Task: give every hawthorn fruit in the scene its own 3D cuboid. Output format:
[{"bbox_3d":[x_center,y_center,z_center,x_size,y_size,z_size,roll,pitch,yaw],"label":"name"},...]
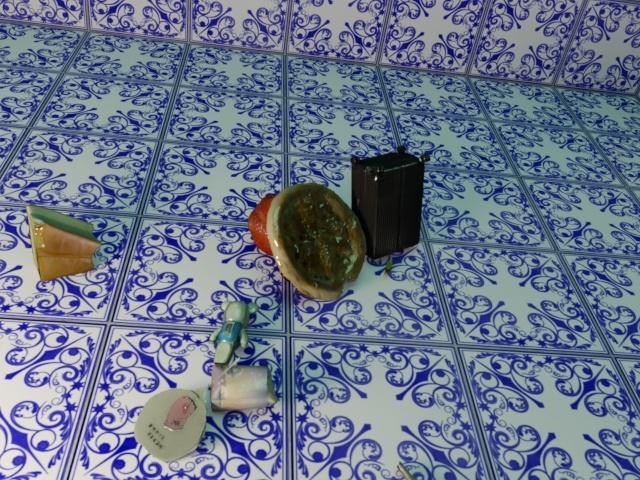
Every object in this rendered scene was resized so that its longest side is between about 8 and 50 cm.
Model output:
[{"bbox_3d":[-0.109,-0.033,2.093,0.205,0.205,0.253,-29,64,-39],"label":"hawthorn fruit"}]

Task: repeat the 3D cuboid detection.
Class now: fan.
[{"bbox_3d":[-0.308,0.389,1.573,0.182,0.010,0.310,34,63,25],"label":"fan"}]

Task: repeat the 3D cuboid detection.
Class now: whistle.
[{"bbox_3d":[-0.245,0.256,1.790,0.113,0.077,0.236,5,43,7],"label":"whistle"}]

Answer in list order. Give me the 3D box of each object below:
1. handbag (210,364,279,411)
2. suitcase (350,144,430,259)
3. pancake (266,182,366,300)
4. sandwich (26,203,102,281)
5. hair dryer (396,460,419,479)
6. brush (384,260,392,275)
[{"bbox_3d":[-0.190,0.374,1.642,0.173,0.095,0.117,-1,45,-2],"label":"handbag"},{"bbox_3d":[0.224,-0.125,2.158,0.229,0.335,0.152,-17,30,-30],"label":"suitcase"},{"bbox_3d":[-0.001,0.000,2.007,0.382,0.071,0.383,12,70,-37],"label":"pancake"},{"bbox_3d":[-0.741,-0.008,1.884,0.186,0.220,0.108,-15,43,-29],"label":"sandwich"},{"bbox_3d":[0.307,0.613,1.476,0.229,0.093,0.267,10,27,-13],"label":"hair dryer"},{"bbox_3d":[0.221,0.097,2.136,0.018,0.021,0.083,17,33,6],"label":"brush"}]
